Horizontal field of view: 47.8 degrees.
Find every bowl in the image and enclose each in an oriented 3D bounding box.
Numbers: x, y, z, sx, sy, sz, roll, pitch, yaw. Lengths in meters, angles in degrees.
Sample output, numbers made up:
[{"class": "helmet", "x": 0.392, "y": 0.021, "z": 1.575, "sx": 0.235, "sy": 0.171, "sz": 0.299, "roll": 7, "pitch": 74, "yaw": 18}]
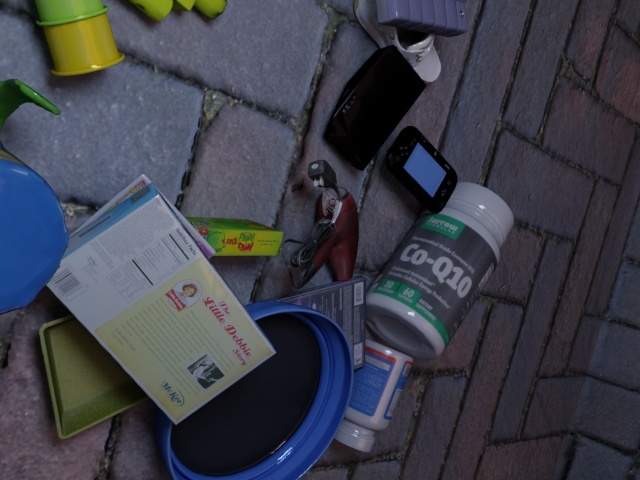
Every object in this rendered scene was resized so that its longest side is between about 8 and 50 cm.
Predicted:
[{"class": "bowl", "x": -0.112, "y": 0.287, "z": 1.284, "sx": 0.391, "sy": 0.077, "sz": 0.390, "roll": -17, "pitch": 119, "yaw": -34}]

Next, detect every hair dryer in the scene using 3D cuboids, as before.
[{"class": "hair dryer", "x": 0.000, "y": 0.000, "z": 1.327, "sx": 0.293, "sy": 0.080, "sz": 0.223, "roll": 42, "pitch": 65, "yaw": -59}]

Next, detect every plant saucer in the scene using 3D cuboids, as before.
[{"class": "plant saucer", "x": -0.327, "y": 0.172, "z": 1.079, "sx": 0.188, "sy": 0.045, "sz": 0.188, "roll": -22, "pitch": 119, "yaw": -42}]

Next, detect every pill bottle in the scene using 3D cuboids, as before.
[{"class": "pill bottle", "x": 0.258, "y": 0.058, "z": 1.558, "sx": 0.361, "sy": 0.204, "sz": 0.204, "roll": -53, "pitch": 136, "yaw": -23}, {"class": "pill bottle", "x": 0.105, "y": 0.331, "z": 1.550, "sx": 0.124, "sy": 0.124, "sz": 0.221, "roll": 28, "pitch": 82, "yaw": -49}]

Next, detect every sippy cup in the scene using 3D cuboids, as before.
[{"class": "sippy cup", "x": -0.402, "y": -0.022, "z": 0.791, "sx": 0.240, "sy": 0.224, "sz": 0.305, "roll": -12, "pitch": 112, "yaw": -45}]

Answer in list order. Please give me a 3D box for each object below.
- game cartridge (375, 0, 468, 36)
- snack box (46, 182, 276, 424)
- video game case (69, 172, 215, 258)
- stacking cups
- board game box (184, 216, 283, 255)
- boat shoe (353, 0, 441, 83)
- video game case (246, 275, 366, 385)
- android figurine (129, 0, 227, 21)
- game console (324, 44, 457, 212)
[{"class": "game cartridge", "x": 0.168, "y": -0.553, "z": 1.282, "sx": 0.230, "sy": 0.068, "sz": 0.354, "roll": -9, "pitch": 93, "yaw": -50}, {"class": "snack box", "x": -0.221, "y": 0.099, "z": 1.028, "sx": 0.187, "sy": 0.060, "sz": 0.322, "roll": -35, "pitch": 121, "yaw": -6}, {"class": "video game case", "x": -0.255, "y": 0.007, "z": 1.039, "sx": 0.143, "sy": 0.019, "sz": 0.157, "roll": -41, "pitch": 109, "yaw": -3}, {"class": "stacking cups", "x": -0.320, "y": -0.364, "z": 0.865, "sx": 0.096, "sy": 0.096, "sz": 0.316, "roll": -30, "pitch": 122, "yaw": -38}, {"class": "board game box", "x": -0.158, "y": -0.007, "z": 1.164, "sx": 0.181, "sy": 0.092, "sz": 0.043, "roll": 1, "pitch": 104, "yaw": -48}, {"class": "boat shoe", "x": 0.171, "y": -0.384, "z": 1.387, "sx": 0.277, "sy": 0.096, "sz": 0.098, "roll": 32, "pitch": 80, "yaw": -48}, {"class": "video game case", "x": -0.021, "y": 0.188, "z": 1.401, "sx": 0.274, "sy": 0.026, "sz": 0.196, "roll": -11, "pitch": 109, "yaw": -36}, {"class": "android figurine", "x": -0.209, "y": -0.435, "z": 0.987, "sx": 0.273, "sy": 0.056, "sz": 0.248, "roll": 38, "pitch": 75, "yaw": -49}, {"class": "game console", "x": 0.167, "y": -0.196, "z": 1.427, "sx": 0.361, "sy": 0.044, "sz": 0.213, "roll": 40, "pitch": 84, "yaw": -37}]
